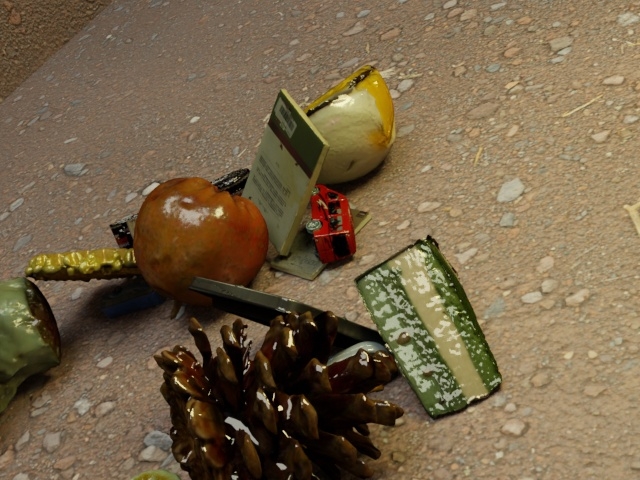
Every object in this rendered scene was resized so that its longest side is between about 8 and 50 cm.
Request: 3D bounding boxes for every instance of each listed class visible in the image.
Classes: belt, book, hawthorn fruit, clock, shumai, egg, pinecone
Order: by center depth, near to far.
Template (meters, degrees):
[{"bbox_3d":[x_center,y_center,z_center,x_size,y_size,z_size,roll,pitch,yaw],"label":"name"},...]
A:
[{"bbox_3d":[-0.053,0.260,1.510,0.384,0.384,0.384,-20,34,14],"label":"pinecone"},{"bbox_3d":[-0.058,0.134,1.743,0.273,0.279,0.049,10,79,46],"label":"clock"},{"bbox_3d":[-0.256,0.026,2.045,0.277,0.277,0.298,29,97,53],"label":"hawthorn fruit"},{"bbox_3d":[-0.078,-0.138,2.047,0.026,0.289,0.201,-6,45,-35],"label":"book"},{"bbox_3d":[0.000,0.000,2.088,0.138,0.016,0.199,14,53,47],"label":"book"},{"bbox_3d":[-0.723,0.223,2.117,0.323,0.324,0.397,-27,40,-26],"label":"shumai"},{"bbox_3d":[0.039,-0.226,2.193,0.337,0.201,0.337,-33,6,4],"label":"egg"},{"bbox_3d":[-0.309,-0.066,2.324,0.359,0.094,0.126,-21,10,7],"label":"belt"}]

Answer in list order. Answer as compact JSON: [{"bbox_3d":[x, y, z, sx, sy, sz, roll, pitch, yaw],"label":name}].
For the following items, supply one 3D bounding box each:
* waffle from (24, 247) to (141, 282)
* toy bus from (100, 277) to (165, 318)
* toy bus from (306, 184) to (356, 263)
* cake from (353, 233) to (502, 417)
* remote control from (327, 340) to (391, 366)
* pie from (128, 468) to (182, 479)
[{"bbox_3d":[-0.488,0.054,2.169,0.329,0.329,0.062,-6,83,31],"label":"waffle"},{"bbox_3d":[-0.410,0.127,2.203,0.153,0.051,0.061,-16,48,19],"label":"toy bus"},{"bbox_3d":[0.020,-0.042,2.044,0.089,0.081,0.195,-13,36,6],"label":"toy bus"},{"bbox_3d":[0.201,0.163,1.689,0.158,0.172,0.284,-31,65,10],"label":"cake"},{"bbox_3d":[0.008,0.240,1.696,0.244,0.087,0.047,-24,34,8],"label":"remote control"},{"bbox_3d":[-0.302,0.465,1.672,0.187,0.041,0.187,-20,35,15],"label":"pie"}]
